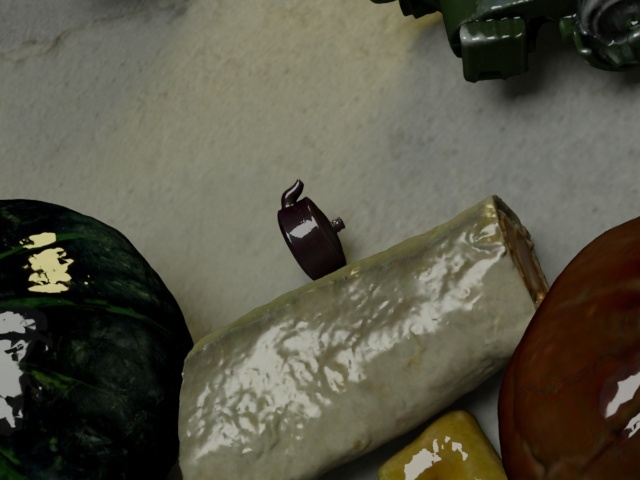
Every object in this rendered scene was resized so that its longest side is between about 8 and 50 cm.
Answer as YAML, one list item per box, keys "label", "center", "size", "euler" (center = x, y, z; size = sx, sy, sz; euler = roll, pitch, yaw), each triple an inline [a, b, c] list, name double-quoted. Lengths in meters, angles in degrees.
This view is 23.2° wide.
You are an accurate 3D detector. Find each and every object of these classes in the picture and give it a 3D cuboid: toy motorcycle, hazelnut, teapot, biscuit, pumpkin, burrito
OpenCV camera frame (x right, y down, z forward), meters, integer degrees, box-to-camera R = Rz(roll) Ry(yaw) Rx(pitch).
- label: "toy motorcycle"
  center: [0.160, -0.200, 1.209]
  size: [0.275, 0.127, 0.205]
  euler: [-17, 57, 11]
- label: "hazelnut"
  center: [0.216, 0.085, 0.944]
  size: [0.229, 0.229, 0.229]
  euler: [-14, 57, 22]
- label: "teapot"
  center: [0.000, 0.000, 1.211]
  size: [0.045, 0.068, 0.100]
  euler: [-30, 88, 8]
- label: "biscuit"
  center: [0.077, 0.220, 1.058]
  size: [0.174, 0.039, 0.183]
  euler: [-37, 51, 8]
- label: "pumpkin"
  center: [-0.248, 0.115, 1.164]
  size: [0.315, 0.238, 0.315]
  euler: [-17, 55, 25]
- label: "burrito"
  center: [0.024, 0.082, 1.121]
  size: [0.299, 0.105, 0.143]
  euler: [-30, 47, 9]
